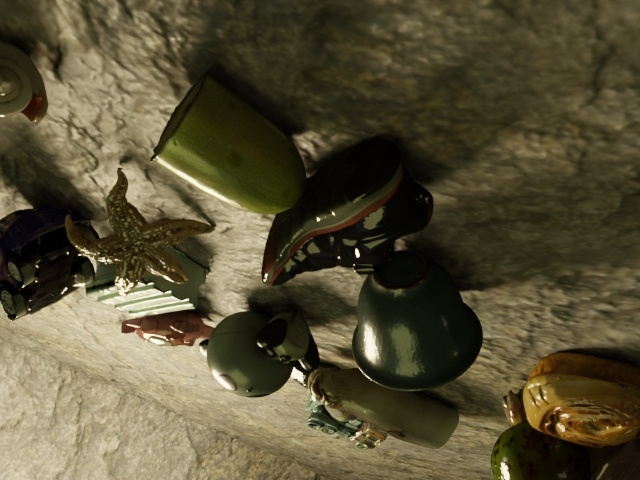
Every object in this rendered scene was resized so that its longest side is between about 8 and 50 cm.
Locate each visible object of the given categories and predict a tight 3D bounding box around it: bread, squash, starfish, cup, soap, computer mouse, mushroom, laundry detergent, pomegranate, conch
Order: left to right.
[{"bbox_3d":[-0.404,-0.186,0.768,0.104,0.094,0.176,-12,180,-38],"label":"conch"},{"bbox_3d":[-0.295,0.005,1.023,0.235,0.062,0.277,0,127,-16],"label":"starfish"},{"bbox_3d":[-0.350,0.081,1.241,0.261,0.094,0.150,-13,145,44],"label":"soap"},{"bbox_3d":[-0.095,-0.094,0.719,0.186,0.123,0.123,34,149,-27],"label":"squash"},{"bbox_3d":[-0.016,0.345,1.551,0.192,0.062,0.106,11,152,10],"label":"computer mouse"},{"bbox_3d":[0.147,0.388,1.467,0.397,0.126,0.177,32,159,-31],"label":"mushroom"},{"bbox_3d":[0.128,0.095,0.896,0.199,0.199,0.150,4,132,26],"label":"cup"},{"bbox_3d":[0.424,0.418,1.226,0.202,0.248,0.202,-10,148,-6],"label":"pomegranate"},{"bbox_3d":[0.456,0.281,1.074,0.198,0.120,0.236,8,151,18],"label":"bread"},{"bbox_3d":[0.638,0.427,1.248,0.237,0.076,0.171,-3,129,-17],"label":"laundry detergent"}]

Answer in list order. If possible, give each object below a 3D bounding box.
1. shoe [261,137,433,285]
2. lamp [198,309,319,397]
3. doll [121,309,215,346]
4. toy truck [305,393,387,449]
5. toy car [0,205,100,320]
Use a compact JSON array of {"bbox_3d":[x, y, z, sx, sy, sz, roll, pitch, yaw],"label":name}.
[{"bbox_3d":[0.030,-0.016,0.788,0.137,0.114,0.291,29,141,-26],"label":"shoe"},{"bbox_3d":[-0.125,0.231,1.287,0.197,0.198,0.244,34,140,-29],"label":"lamp"},{"bbox_3d":[-0.348,0.200,1.430,0.211,0.093,0.262,11,168,-32],"label":"doll"},{"bbox_3d":[0.074,0.472,1.692,0.256,0.108,0.140,29,138,-14],"label":"toy truck"},{"bbox_3d":[-0.529,0.023,1.147,0.158,0.172,0.235,43,132,12],"label":"toy car"}]
